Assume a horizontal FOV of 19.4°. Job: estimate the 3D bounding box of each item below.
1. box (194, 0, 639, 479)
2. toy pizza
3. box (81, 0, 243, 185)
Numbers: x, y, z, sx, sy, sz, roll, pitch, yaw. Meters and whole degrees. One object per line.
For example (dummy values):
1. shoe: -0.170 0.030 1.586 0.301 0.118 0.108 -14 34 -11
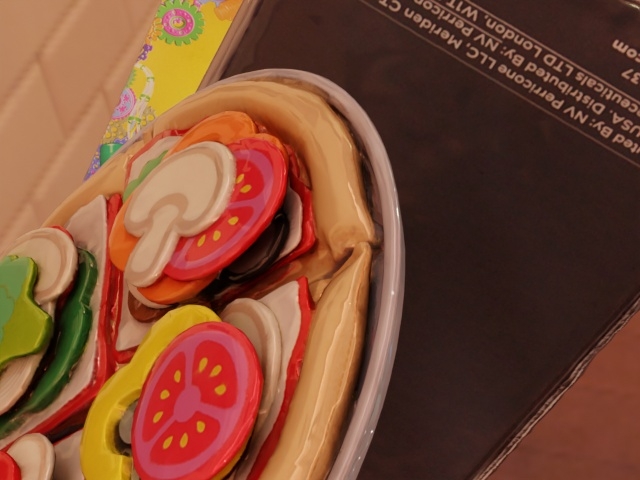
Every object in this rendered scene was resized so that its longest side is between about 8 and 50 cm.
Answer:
1. box: 0.070 -0.089 0.757 0.182 0.294 0.296 30 46 -2
2. toy pizza: -0.056 0.040 0.494 0.201 0.032 0.201 -34 40 35
3. box: 0.000 0.000 1.275 0.289 0.279 0.177 19 64 2
